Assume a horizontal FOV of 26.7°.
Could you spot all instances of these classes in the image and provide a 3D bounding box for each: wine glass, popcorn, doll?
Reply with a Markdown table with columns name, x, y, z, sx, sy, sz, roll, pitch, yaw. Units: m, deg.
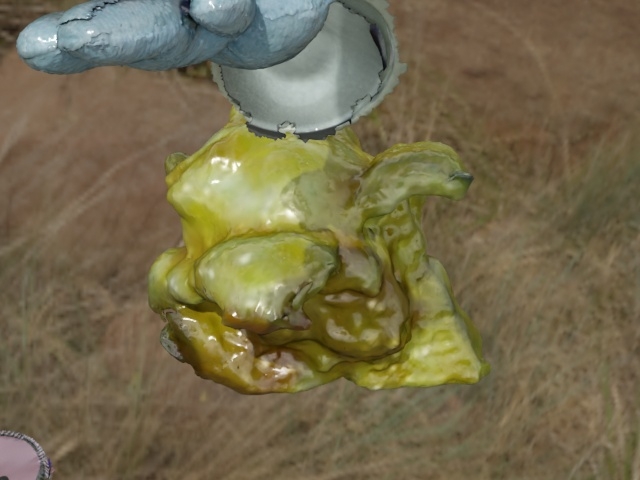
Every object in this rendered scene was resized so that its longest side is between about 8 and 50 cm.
| name | x | y | z | sx | sy | sz | roll | pitch | yaw |
| --- | --- | --- | --- | --- | --- | --- | --- | --- | --- |
| wine glass | -0.027 | -0.227 | 1.024 | 0.143 | 0.143 | 0.321 | 1 | 45 | -11 |
| popcorn | 0.006 | -0.002 | 1.297 | 0.321 | 0.326 | 0.290 | 12 | 42 | -40 |
| doll | -0.066 | -0.116 | 0.627 | 0.120 | 0.075 | 0.179 | 0 | 7 | 35 |

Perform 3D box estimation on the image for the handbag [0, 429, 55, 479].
| name | x | y | z | sx | sy | sz | roll | pitch | yaw |
| --- | --- | --- | --- | --- | --- | --- | --- | --- | --- |
| handbag | -0.300 | 0.251 | 1.078 | 0.205 | 0.116 | 0.179 | -22 | 27 | -16 |
